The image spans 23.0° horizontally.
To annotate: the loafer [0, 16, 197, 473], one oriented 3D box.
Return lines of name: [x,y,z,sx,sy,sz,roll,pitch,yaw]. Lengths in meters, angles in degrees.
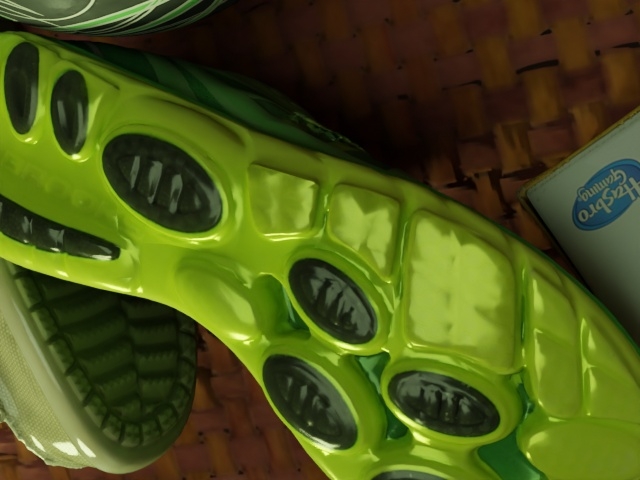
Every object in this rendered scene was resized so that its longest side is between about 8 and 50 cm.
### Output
loafer: [-0.145,-0.016,0.661,0.092,0.102,0.268,-38,75,34]

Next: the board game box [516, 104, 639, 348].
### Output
board game box: [0.245,0.047,0.471,0.242,0.064,0.316,-36,86,33]

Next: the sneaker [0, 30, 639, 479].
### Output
sneaker: [0.000,0.000,0.557,0.295,0.123,0.109,32,115,20]

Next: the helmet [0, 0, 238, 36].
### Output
helmet: [-0.076,-0.149,0.541,0.169,0.169,0.161,-18,81,33]
